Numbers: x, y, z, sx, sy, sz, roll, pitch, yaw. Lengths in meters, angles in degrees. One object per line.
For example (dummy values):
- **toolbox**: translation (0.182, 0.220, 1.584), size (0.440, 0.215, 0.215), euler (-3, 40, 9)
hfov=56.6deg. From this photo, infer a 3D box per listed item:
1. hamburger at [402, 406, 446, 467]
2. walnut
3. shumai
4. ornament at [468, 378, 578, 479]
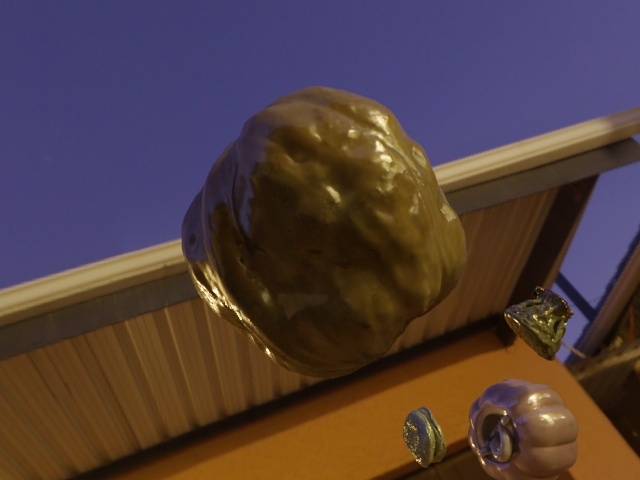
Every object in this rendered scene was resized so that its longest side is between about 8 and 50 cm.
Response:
- **hamburger**: translation (0.208, 0.388, 1.207), size (0.054, 0.121, 0.084), euler (1, -72, -19)
- **walnut**: translation (0.001, -0.001, 0.627), size (0.253, 0.277, 0.282), euler (-45, 5, -19)
- **shumai**: translation (0.352, 0.125, 0.940), size (0.087, 0.099, 0.124), euler (-44, -34, 0)
- **ornament**: translation (0.330, 0.321, 0.992), size (0.177, 0.177, 0.178), euler (-17, -40, -15)
